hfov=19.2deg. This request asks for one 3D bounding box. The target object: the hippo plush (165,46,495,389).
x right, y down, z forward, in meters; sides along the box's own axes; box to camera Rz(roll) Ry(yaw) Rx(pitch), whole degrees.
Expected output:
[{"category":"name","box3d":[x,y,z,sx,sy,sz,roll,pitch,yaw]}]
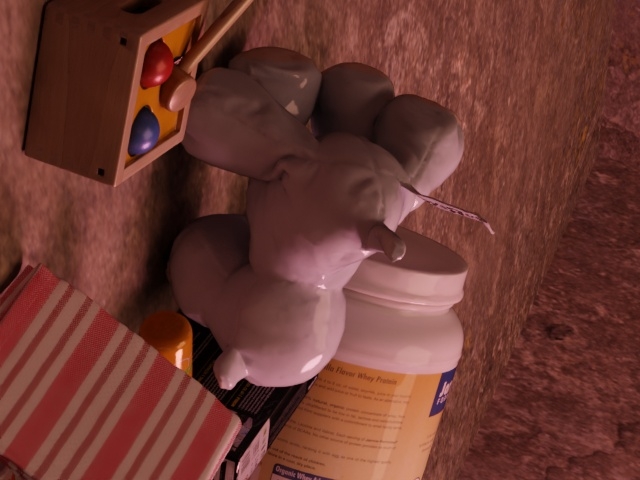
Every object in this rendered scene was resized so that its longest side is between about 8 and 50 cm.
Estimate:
[{"category":"hippo plush","box3d":[0.000,0.000,1.584,0.234,0.294,0.236,-16,136,-46]}]

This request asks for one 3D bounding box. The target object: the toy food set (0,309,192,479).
[{"category":"toy food set","box3d":[-0.184,0.153,1.384,0.104,0.111,0.232,93,21,-48]}]

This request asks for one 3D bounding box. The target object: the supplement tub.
[{"category":"supplement tub","box3d":[0.008,0.144,1.838,0.228,0.228,0.316,-24,132,-70]}]

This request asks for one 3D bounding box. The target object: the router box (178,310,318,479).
[{"category":"router box","box3d":[-0.093,0.131,1.643,0.179,0.133,0.046,-51,156,-50]}]

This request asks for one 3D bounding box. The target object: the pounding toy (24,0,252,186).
[{"category":"pounding toy","box3d":[-0.117,-0.121,1.296,0.141,0.100,0.130,-43,149,-60]}]

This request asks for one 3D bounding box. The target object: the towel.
[{"category":"towel","box3d":[-0.159,0.121,1.308,0.029,0.197,0.144,-41,-166,50]}]
